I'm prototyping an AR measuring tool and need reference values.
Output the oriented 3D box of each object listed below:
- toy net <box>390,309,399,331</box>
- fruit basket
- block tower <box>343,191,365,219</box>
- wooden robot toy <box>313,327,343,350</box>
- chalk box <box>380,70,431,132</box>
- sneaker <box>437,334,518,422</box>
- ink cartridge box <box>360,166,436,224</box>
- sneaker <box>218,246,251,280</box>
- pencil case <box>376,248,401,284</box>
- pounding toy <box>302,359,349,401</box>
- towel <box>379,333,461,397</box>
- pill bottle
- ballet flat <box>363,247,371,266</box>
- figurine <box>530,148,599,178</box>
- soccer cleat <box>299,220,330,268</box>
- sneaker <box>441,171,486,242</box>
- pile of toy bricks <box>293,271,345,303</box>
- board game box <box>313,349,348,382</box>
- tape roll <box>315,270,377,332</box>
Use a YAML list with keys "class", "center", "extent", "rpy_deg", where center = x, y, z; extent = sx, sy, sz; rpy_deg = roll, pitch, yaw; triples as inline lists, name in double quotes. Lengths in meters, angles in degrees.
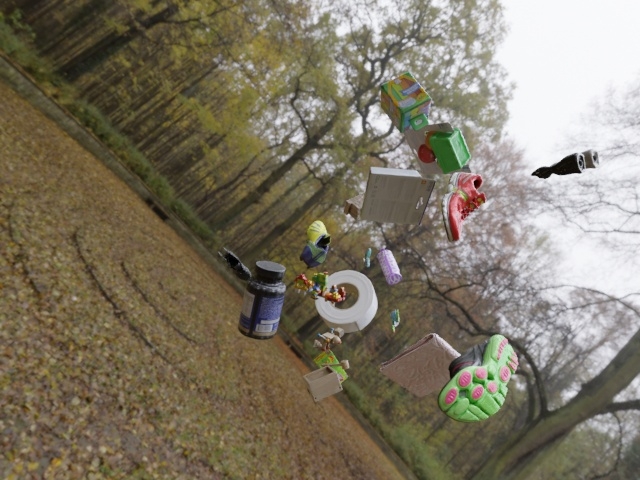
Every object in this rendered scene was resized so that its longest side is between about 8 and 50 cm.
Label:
- class: "toy net"
  center: [0.432, 0.464, 2.401]
  extent: [0.232, 0.045, 0.122]
  rpy_deg: [41, 44, -72]
- class: "fruit basket"
  center: [0.642, -0.507, 2.328]
  extent: [0.327, 0.165, 0.353]
  rpy_deg: [56, -17, -25]
- class: "block tower"
  center: [0.286, -0.225, 2.397]
  extent: [0.097, 0.335, 0.091]
  rpy_deg: [43, -37, 29]
- class: "wooden robot toy"
  center: [0.050, 0.395, 1.638]
  extent: [0.079, 0.076, 0.173]
  rpy_deg: [10, 10, 36]
- class: "chalk box"
  center: [0.345, -0.527, 1.657]
  extent: [0.213, 0.132, 0.132]
  rpy_deg: [59, -5, 23]
- class: "sneaker"
  center: [0.568, 0.523, 1.558]
  extent: [0.202, 0.483, 0.185]
  rpy_deg: [-43, -108, 43]
- class: "ink cartridge box"
  center: [0.266, -0.152, 1.481]
  extent: [0.223, 0.224, 0.045]
  rpy_deg: [99, -3, -47]
- class: "sneaker"
  center: [-0.318, 0.093, 1.574]
  extent: [0.170, 0.051, 0.089]
  rpy_deg: [53, -8, -16]
- class: "pencil case"
  center: [0.361, 0.135, 2.206]
  extent: [0.206, 0.086, 0.088]
  rpy_deg: [-107, 179, -47]
- class: "pounding toy"
  center: [0.037, 0.590, 1.791]
  extent: [0.181, 0.206, 0.094]
  rpy_deg: [162, -90, -75]
- class: "towel"
  center: [0.484, 0.576, 1.916]
  extent: [0.332, 0.317, 0.053]
  rpy_deg: [39, 26, -29]
- class: "pill bottle"
  center: [-0.173, 0.180, 1.280]
  extent: [0.123, 0.219, 0.123]
  rpy_deg: [13, 12, -3]
- class: "ballet flat"
  center: [0.260, 0.095, 2.383]
  extent: [0.041, 0.041, 0.114]
  rpy_deg: [34, -54, 56]
- class: "figurine"
  center: [1.086, -0.331, 1.868]
  extent: [0.209, 0.215, 0.092]
  rpy_deg: [-11, -85, 58]
- class: "soccer cleat"
  center: [0.001, 0.001, 1.594]
  extent: [0.093, 0.121, 0.289]
  rpy_deg: [48, 25, -18]
- class: "sneaker"
  center: [0.444, -0.115, 1.290]
  extent: [0.118, 0.279, 0.107]
  rpy_deg: [2, -38, 29]
- class: "pile of toy bricks"
  center: [0.005, 0.176, 1.698]
  extent: [0.212, 0.105, 0.118]
  rpy_deg: [13, 13, 31]
- class: "board game box"
  center: [0.051, 0.625, 2.048]
  extent: [0.181, 0.092, 0.043]
  rpy_deg: [59, -17, -23]
- class: "tape roll"
  center: [0.122, 0.285, 1.979]
  extent: [0.286, 0.286, 0.100]
  rpy_deg: [41, -16, 37]
